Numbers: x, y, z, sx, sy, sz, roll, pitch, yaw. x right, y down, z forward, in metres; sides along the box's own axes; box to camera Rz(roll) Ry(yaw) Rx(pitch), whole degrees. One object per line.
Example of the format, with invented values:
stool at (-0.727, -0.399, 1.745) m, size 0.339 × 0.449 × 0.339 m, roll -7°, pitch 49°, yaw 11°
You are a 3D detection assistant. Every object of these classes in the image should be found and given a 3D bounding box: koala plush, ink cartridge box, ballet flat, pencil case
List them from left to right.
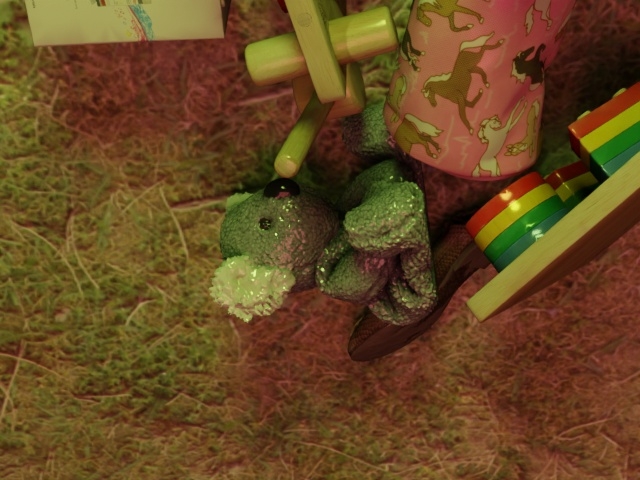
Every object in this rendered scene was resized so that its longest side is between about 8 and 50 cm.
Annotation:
ink cartridge box at (-0.170, -0.258, 1.159) m, size 0.176 × 0.128 × 0.127 m, roll -2°, pitch 126°, yaw 1°
koala plush at (0.000, 0.000, 1.307) m, size 0.221 × 0.196 × 0.203 m, roll -8°, pitch 131°, yaw 6°
ballet flat at (0.109, 0.049, 1.426) m, size 0.084 × 0.058 × 0.250 m, roll 0°, pitch 142°, yaw -44°
pencil case at (0.170, -0.245, 1.141) m, size 0.160 × 0.167 × 0.386 m, roll 14°, pitch 125°, yaw 1°

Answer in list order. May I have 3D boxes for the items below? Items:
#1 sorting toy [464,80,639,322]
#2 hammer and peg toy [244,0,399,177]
sorting toy at (0.264, -0.058, 1.227) m, size 0.089 × 0.255 × 0.257 m, roll 53°, pitch 126°, yaw 12°
hammer and peg toy at (-0.006, -0.232, 1.091) m, size 0.127 × 0.266 × 0.361 m, roll -13°, pitch 123°, yaw 10°
